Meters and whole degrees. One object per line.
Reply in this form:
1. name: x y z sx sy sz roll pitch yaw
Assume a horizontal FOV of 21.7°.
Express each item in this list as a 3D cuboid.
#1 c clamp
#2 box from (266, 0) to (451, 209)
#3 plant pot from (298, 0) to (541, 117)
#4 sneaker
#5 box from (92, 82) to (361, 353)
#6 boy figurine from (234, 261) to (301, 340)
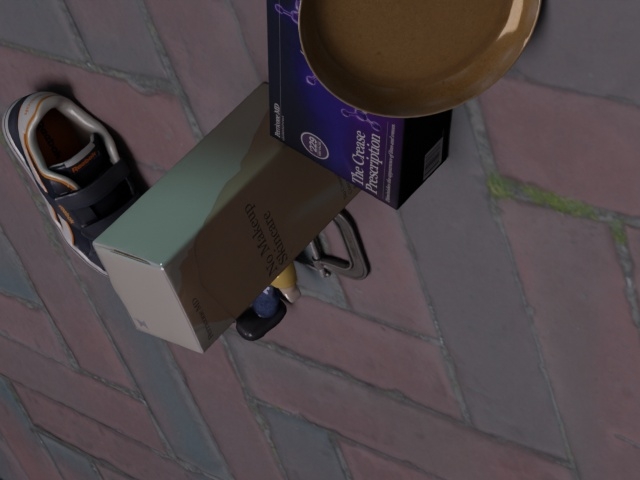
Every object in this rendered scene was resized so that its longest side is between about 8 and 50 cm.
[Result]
1. c clamp: 0.000 0.000 2.161 0.137 0.022 0.160 24 147 31
2. box: 0.042 -0.180 1.777 0.184 0.103 0.261 34 151 22
3. plant pot: 0.092 -0.224 1.570 0.032 0.236 0.236 -109 -3 -52
4. sneaker: -0.328 -0.071 2.371 0.321 0.126 0.127 52 156 -14
5. box: -0.102 -0.030 1.940 0.121 0.311 0.148 17 143 39
6. boy figurine: -0.100 0.021 2.249 0.177 0.092 0.285 34 154 22
